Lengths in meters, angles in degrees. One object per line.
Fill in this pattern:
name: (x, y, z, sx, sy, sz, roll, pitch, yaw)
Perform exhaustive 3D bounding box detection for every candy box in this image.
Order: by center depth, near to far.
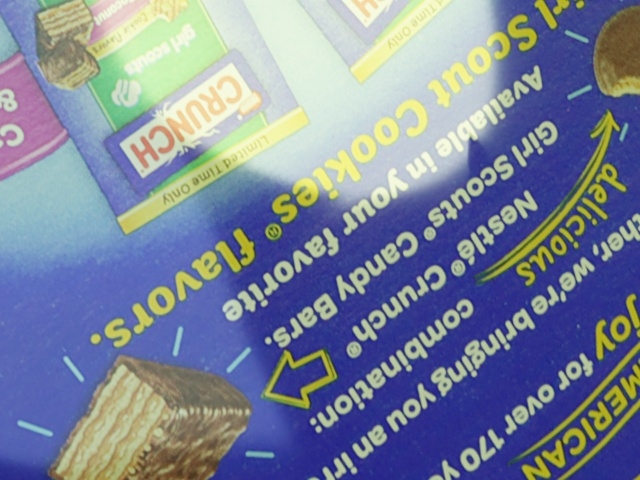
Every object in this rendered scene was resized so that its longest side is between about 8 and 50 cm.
candy box: (0.000, 0.000, 0.463, 0.268, 0.122, 0.317, -37, 105, -15)
